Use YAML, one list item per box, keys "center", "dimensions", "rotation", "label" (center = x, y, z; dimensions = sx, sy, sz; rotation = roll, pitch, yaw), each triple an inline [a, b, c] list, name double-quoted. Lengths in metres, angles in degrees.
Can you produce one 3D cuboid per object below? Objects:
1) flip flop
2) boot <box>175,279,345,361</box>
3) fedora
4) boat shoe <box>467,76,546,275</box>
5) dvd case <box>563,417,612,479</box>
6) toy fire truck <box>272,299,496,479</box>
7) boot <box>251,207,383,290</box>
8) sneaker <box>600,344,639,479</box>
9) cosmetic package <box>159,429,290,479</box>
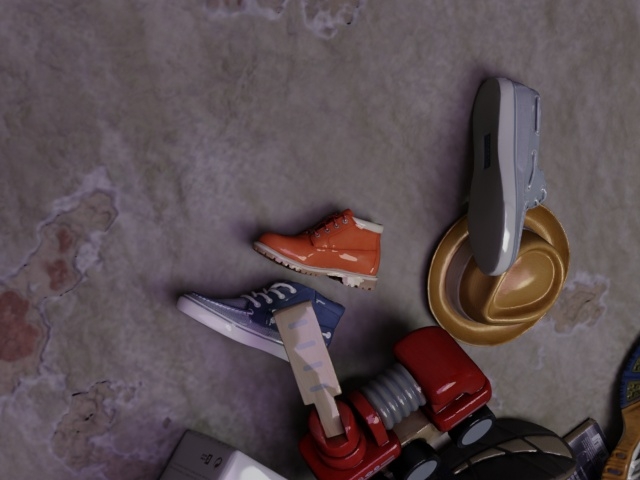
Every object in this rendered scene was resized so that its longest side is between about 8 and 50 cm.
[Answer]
- center: [0.183, 0.310, 1.328]
  dimensions: [0.277, 0.112, 0.080]
  rotation: [-27, 136, -14]
  label: "flip flop"
- center: [-0.064, 0.074, 1.202]
  dimensions: [0.190, 0.069, 0.086]
  rotation: [27, 86, -31]
  label: "boot"
- center: [0.224, 0.046, 1.283]
  dimensions: [0.194, 0.079, 0.194]
  rotation: [-5, 105, -18]
  label: "fedora"
- center: [0.220, -0.071, 1.229]
  dimensions: [0.081, 0.079, 0.227]
  rotation: [7, 80, -22]
  label: "boat shoe"
- center: [0.303, 0.357, 1.420]
  dimensions: [0.221, 0.018, 0.164]
  rotation: [-35, 113, -10]
  label: "dvd case"
- center: [0.059, 0.157, 1.185]
  dimensions: [0.217, 0.158, 0.246]
  rotation: [-34, 147, -8]
  label: "toy fire truck"
- center: [0.000, 0.000, 1.209]
  dimensions: [0.158, 0.059, 0.084]
  rotation: [12, 96, -30]
  label: "boot"
- center: [0.451, 0.237, 1.412]
  dimensions: [0.131, 0.112, 0.296]
  rotation: [21, 91, -48]
  label: "sneaker"
- center: [-0.132, 0.414, 1.159]
  dimensions: [0.197, 0.155, 0.365]
  rotation: [37, 74, -23]
  label: "cosmetic package"
